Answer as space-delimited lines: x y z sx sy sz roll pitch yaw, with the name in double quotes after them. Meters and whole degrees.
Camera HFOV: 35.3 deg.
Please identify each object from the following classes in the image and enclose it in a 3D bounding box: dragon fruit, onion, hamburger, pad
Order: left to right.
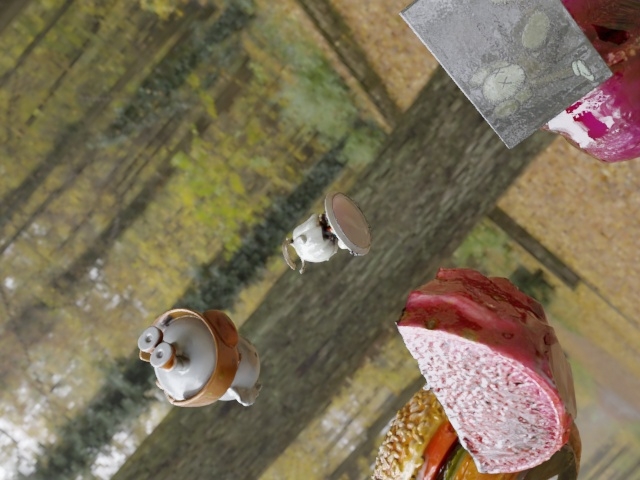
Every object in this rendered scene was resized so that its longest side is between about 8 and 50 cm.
0.243 0.366 1.606 0.250 0.330 0.330 25 172 39 "hamburger"
0.192 0.136 1.059 0.189 0.163 0.262 23 148 48 "dragon fruit"
0.184 -0.192 0.983 0.190 0.127 0.004 46 -162 -23 "pad"
0.544 -0.353 1.739 0.398 0.420 0.398 20 -121 -37 "onion"

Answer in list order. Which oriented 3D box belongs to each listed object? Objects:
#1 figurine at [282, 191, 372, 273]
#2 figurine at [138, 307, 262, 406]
0.000 0.000 1.826 0.132 0.153 0.132 39 -146 -33 "figurine"
-0.161 0.177 1.418 0.143 0.143 0.271 44 172 28 "figurine"
